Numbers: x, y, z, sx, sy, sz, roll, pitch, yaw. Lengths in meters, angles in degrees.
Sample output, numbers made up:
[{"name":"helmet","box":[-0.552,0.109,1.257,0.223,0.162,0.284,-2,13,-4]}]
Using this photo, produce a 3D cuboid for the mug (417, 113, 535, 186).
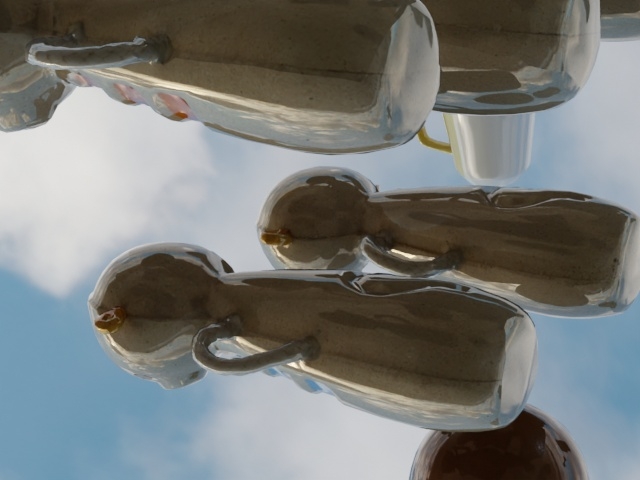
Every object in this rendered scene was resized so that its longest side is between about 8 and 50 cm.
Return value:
[{"name":"mug","box":[0.103,-0.072,1.100,0.062,0.064,0.078,-19,-150,-21]}]

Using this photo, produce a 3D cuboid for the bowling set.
[{"name":"bowling set","box":[0.000,0.000,0.501,0.154,0.287,0.199,9,-76,27]}]
